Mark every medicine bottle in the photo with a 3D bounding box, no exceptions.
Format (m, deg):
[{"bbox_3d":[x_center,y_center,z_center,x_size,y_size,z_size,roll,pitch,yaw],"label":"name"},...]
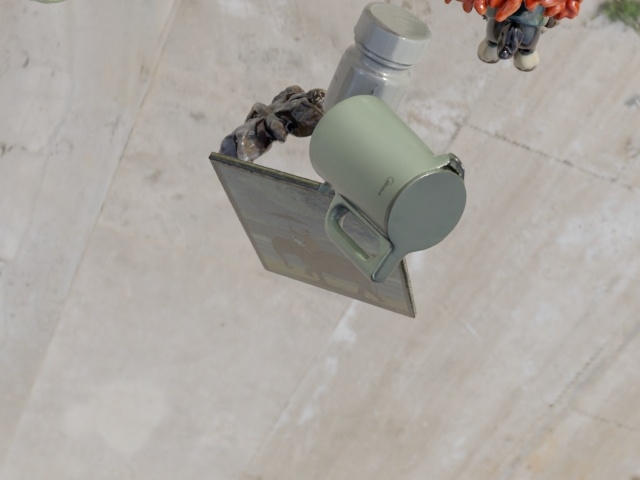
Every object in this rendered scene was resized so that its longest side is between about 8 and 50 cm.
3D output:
[{"bbox_3d":[0.076,-0.235,1.445,0.105,0.105,0.168,15,126,-14],"label":"medicine bottle"}]

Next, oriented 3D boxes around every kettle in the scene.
[{"bbox_3d":[0.054,-0.055,0.987,0.127,0.148,0.098,-33,135,-7],"label":"kettle"}]

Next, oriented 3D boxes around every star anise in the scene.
[{"bbox_3d":[-0.083,-0.175,1.639,0.262,0.230,0.081,-18,116,42],"label":"star anise"}]

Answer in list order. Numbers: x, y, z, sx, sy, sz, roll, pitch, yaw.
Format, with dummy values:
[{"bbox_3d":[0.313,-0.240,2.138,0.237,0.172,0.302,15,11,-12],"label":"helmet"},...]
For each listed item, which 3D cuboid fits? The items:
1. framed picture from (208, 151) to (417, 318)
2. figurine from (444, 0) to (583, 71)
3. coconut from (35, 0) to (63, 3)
[{"bbox_3d":[0.000,0.000,1.457,0.265,0.016,0.347,18,157,18],"label":"framed picture"},{"bbox_3d":[0.309,-0.433,1.539,0.241,0.412,0.306,29,88,16],"label":"figurine"},{"bbox_3d":[-0.173,-0.192,0.623,0.083,0.081,0.082,-11,139,-43],"label":"coconut"}]
